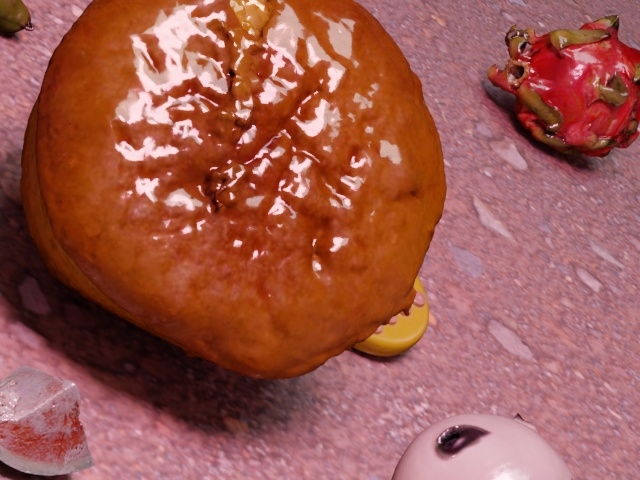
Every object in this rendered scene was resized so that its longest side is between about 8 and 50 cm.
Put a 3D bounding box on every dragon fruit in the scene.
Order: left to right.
[{"bbox_3d":[0.288,-0.182,2.057,0.172,0.160,0.166,10,81,-39],"label":"dragon fruit"}]

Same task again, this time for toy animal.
[{"bbox_3d":[0.092,0.204,1.198,0.138,0.179,0.166,38,15,27],"label":"toy animal"}]

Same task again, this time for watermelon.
[{"bbox_3d":[-0.176,0.105,1.110,0.085,0.061,0.085,40,19,-16],"label":"watermelon"}]

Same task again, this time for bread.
[{"bbox_3d":[-0.065,-0.053,1.273,0.312,0.172,0.312,5,79,-27],"label":"bread"}]

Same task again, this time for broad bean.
[{"bbox_3d":[-0.286,-0.168,1.398,0.070,0.048,0.213,41,23,2],"label":"broad bean"}]

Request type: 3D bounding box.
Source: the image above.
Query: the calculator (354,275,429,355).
[{"bbox_3d":[0.000,0.000,1.512,0.235,0.032,0.146,49,37,10],"label":"calculator"}]
